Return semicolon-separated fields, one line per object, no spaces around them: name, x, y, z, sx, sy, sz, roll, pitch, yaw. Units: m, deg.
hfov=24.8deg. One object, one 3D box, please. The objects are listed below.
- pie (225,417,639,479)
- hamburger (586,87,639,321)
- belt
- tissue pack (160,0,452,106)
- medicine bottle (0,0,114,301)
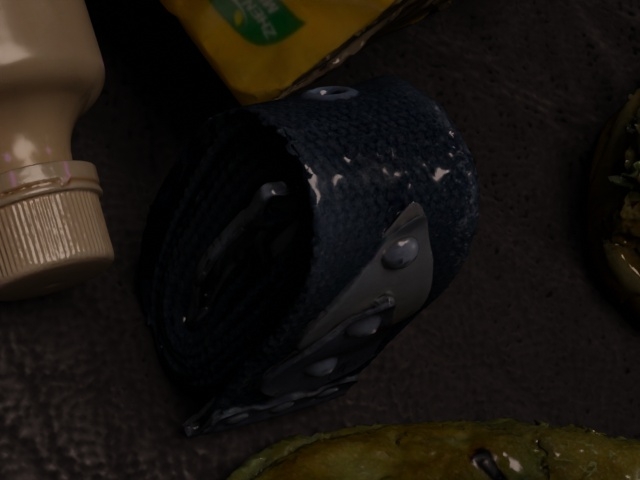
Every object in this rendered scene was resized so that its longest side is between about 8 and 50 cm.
pie;0.093;0.209;0.722;0.323;0.070;0.323;10;48;-11
hamburger;0.277;-0.022;0.920;0.215;0.122;0.189;43;57;-9
belt;-0.001;0.000;0.721;0.129;0.218;0.122;-13;70;-28
tissue pack;-0.027;-0.293;0.772;0.382;0.228;0.293;52;32;-1
medicine bottle;-0.169;-0.096;0.732;0.114;0.114;0.252;-14;79;-29
